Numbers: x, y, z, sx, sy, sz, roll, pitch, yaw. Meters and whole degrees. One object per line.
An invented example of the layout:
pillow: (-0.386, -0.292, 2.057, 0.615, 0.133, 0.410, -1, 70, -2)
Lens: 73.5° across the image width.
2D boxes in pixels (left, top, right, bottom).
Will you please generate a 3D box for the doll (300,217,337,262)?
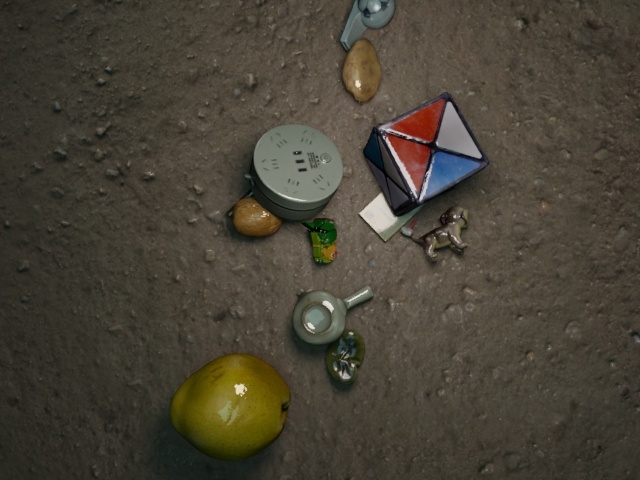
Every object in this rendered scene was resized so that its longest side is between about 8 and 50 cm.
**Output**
doll: (0.006, -0.003, 1.670, 0.134, 0.106, 0.187, -23, 105, -37)

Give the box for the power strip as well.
power strip: (-0.103, -0.254, 1.596, 0.357, 0.161, 0.358, 6, 67, -14)

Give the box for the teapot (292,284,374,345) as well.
teapot: (0.052, 0.286, 1.641, 0.318, 0.149, 0.220, -4, 81, 4)

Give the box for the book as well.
book: (0.286, -0.129, 1.704, 0.231, 0.026, 0.161, -43, 87, 1)

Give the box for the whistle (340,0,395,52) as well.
whistle: (0.203, -0.877, 1.676, 0.163, 0.163, 0.290, 21, 90, 4)

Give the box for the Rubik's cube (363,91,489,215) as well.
Rubik's cube: (0.360, -0.296, 1.551, 0.305, 0.310, 0.307, -29, 86, -3)

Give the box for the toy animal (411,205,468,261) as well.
toy animal: (0.483, -0.018, 1.648, 0.233, 0.121, 0.169, -33, 70, 11)

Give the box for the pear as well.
pear: (-0.318, 0.596, 1.557, 0.418, 0.362, 0.363, -2, 88, 9)

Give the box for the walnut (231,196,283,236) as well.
walnut: (-0.246, -0.092, 1.668, 0.197, 0.165, 0.165, -2, 88, 6)

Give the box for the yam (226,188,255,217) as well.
yam: (-0.257, -0.216, 1.731, 0.327, 0.045, 0.045, -46, 56, 1)

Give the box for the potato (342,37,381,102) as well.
potato: (0.155, -0.661, 1.681, 0.161, 0.128, 0.235, -20, 100, -19)

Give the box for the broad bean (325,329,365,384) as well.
broad bean: (0.096, 0.454, 1.679, 0.153, 0.072, 0.207, 5, 77, 1)

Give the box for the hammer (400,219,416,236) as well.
hammer: (0.353, -0.053, 1.689, 0.052, 0.031, 0.083, 29, 64, 24)
